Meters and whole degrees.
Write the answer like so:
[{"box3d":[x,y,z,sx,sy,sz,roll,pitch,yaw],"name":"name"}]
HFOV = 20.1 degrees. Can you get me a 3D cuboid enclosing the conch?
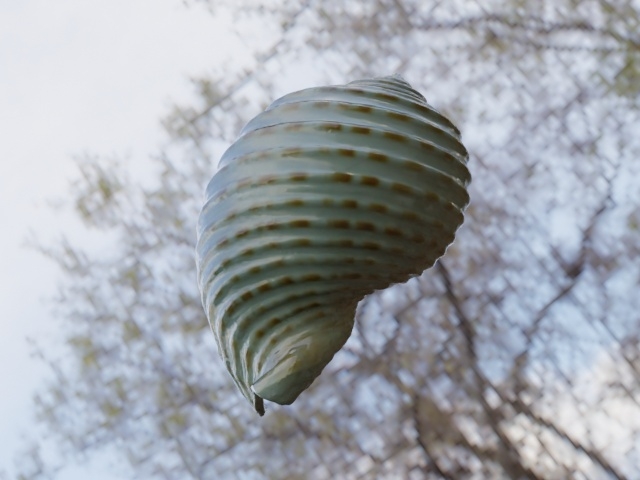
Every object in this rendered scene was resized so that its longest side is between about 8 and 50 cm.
[{"box3d":[-0.004,-0.006,0.795,0.153,0.102,0.135,-44,-7,-13],"name":"conch"}]
